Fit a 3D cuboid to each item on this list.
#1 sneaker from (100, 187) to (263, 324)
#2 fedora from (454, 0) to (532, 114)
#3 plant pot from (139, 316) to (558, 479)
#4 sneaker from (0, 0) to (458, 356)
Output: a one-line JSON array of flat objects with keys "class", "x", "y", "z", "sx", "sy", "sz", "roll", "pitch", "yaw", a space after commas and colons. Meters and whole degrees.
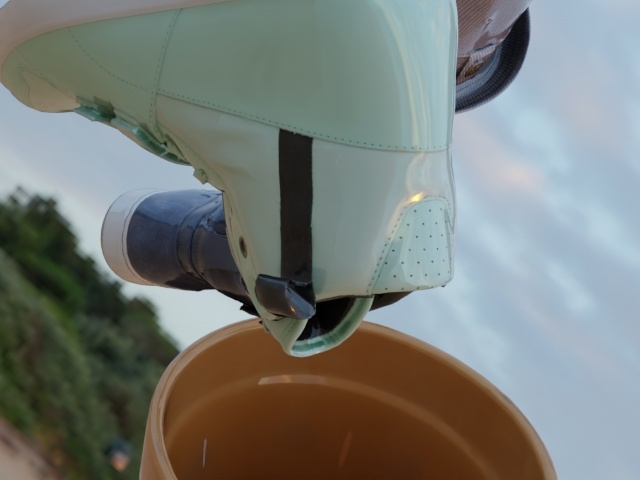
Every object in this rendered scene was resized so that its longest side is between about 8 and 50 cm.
[{"class": "sneaker", "x": 0.000, "y": 0.002, "z": 1.251, "sx": 0.163, "sy": 0.086, "sz": 0.226, "roll": 4, "pitch": 8, "yaw": 42}, {"class": "fedora", "x": 0.084, "y": -0.227, "z": 1.566, "sx": 0.124, "sy": 0.275, "sz": 0.244, "roll": -39, "pitch": -110, "yaw": 45}, {"class": "plant pot", "x": 0.003, "y": 0.221, "z": 1.419, "sx": 0.291, "sy": 0.291, "sz": 0.203, "roll": 36, "pitch": -51, "yaw": 25}, {"class": "sneaker", "x": -0.047, "y": -0.029, "z": 0.769, "sx": 0.094, "sy": 0.151, "sz": 0.256, "roll": -6, "pitch": 3, "yaw": -38}]
